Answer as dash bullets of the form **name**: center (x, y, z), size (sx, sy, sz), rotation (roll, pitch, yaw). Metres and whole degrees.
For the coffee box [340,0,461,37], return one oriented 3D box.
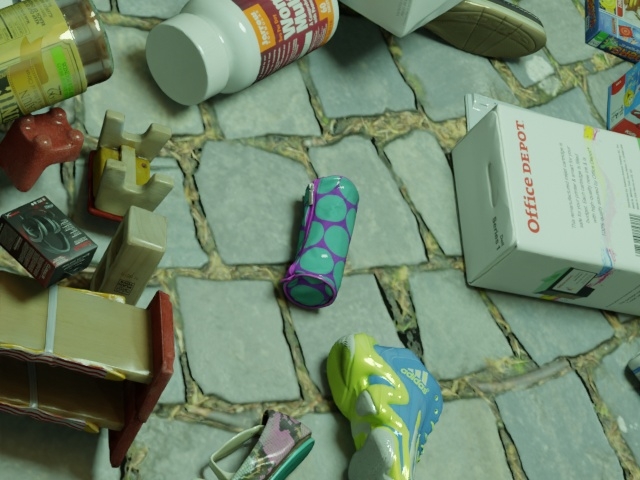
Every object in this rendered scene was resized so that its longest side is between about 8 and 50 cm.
- **coffee box**: center (0.101, -0.513, 1.922), size (0.334, 0.337, 0.338), rotation (35, 48, 22)

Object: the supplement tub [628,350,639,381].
- **supplement tub**: center (0.437, 0.173, 1.955), size (0.071, 0.071, 0.107), rotation (-33, 83, -39)

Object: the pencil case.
- **pencil case**: center (0.000, 0.000, 1.801), size (0.070, 0.064, 0.151), rotation (35, 49, -29)

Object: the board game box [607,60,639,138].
- **board game box**: center (0.595, -0.190, 2.108), size (0.308, 0.302, 0.086), rotation (23, 54, -17)

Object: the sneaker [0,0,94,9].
- **sneaker**: center (-0.378, -0.259, 1.717), size (0.235, 0.094, 0.153), rotation (-35, 71, -26)

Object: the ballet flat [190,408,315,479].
- **ballet flat**: center (-0.087, 0.251, 1.609), size (0.079, 0.077, 0.221), rotation (30, 45, 11)

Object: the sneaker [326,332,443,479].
- **sneaker**: center (0.092, 0.209, 1.718), size (0.126, 0.091, 0.240), rotation (2, 62, -30)

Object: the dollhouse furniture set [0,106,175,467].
- **dollhouse furniture set**: center (-0.267, 0.026, 1.603), size (0.201, 0.152, 0.374), rotation (17, 39, -21)

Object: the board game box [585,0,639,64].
- **board game box**: center (0.445, -0.346, 2.283), size (0.136, 0.035, 0.201), rotation (20, 55, -20)

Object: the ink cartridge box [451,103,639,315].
- **ink cartridge box**: center (0.313, -0.034, 1.971), size (0.278, 0.117, 0.201), rotation (10, 59, -26)

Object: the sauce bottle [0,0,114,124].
- **sauce bottle**: center (-0.379, -0.149, 1.581), size (0.344, 0.111, 0.111), rotation (-24, 76, -13)

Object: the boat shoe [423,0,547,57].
- **boat shoe**: center (0.167, -0.318, 2.061), size (0.285, 0.103, 0.092), rotation (15, 62, -16)

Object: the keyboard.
- **keyboard**: center (0.302, -0.132, 2.092), size (0.256, 0.014, 0.072), rotation (14, 62, -23)

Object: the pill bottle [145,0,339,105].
- **pill bottle**: center (-0.091, -0.244, 1.852), size (0.221, 0.121, 0.121), rotation (-34, 84, -39)

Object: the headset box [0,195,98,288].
- **headset box**: center (-0.254, 0.004, 1.479), size (0.083, 0.032, 0.062), rotation (42, 37, 14)
